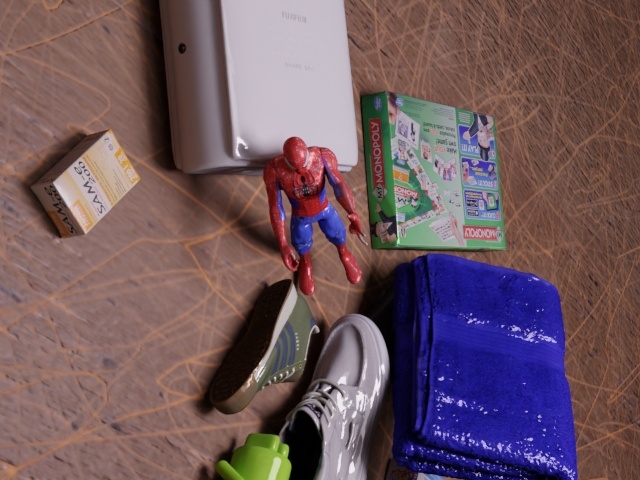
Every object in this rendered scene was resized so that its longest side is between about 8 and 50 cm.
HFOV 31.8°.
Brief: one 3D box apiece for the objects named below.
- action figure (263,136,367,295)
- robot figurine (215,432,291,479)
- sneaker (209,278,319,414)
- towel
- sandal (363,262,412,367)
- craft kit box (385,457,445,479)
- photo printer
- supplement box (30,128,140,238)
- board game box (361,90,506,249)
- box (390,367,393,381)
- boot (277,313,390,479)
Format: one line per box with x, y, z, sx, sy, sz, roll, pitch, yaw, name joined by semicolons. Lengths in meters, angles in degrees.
0.000;0.000;1.231;0.280;0.091;0.139;74;1;-56;action figure
-0.071;0.269;1.219;0.101;0.067;0.115;55;43;-50;robot figurine
-0.052;0.137;1.270;0.086;0.064;0.192;54;41;-27;sneaker
0.201;0.151;1.379;0.076;0.227;0.308;104;-6;-46;towel
0.107;0.096;1.520;0.254;0.054;0.097;-33;103;-41;sandal
0.146;0.455;1.497;0.250;0.061;0.247;47;46;-39;craft kit box
-0.069;-0.228;1.279;0.256;0.107;0.308;-1;85;-54;photo printer
-0.227;-0.056;1.091;0.062;0.036;0.098;62;41;-25;supplement box
0.172;-0.091;1.637;0.317;0.046;0.214;3;82;-54;board game box
0.204;0.169;1.537;0.156;0.158;0.093;-49;124;-46;box
0.012;0.201;1.313;0.123;0.095;0.258;36;56;-60;boot
